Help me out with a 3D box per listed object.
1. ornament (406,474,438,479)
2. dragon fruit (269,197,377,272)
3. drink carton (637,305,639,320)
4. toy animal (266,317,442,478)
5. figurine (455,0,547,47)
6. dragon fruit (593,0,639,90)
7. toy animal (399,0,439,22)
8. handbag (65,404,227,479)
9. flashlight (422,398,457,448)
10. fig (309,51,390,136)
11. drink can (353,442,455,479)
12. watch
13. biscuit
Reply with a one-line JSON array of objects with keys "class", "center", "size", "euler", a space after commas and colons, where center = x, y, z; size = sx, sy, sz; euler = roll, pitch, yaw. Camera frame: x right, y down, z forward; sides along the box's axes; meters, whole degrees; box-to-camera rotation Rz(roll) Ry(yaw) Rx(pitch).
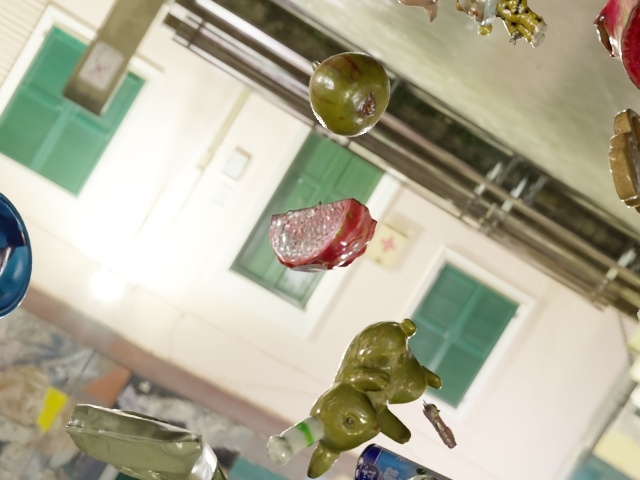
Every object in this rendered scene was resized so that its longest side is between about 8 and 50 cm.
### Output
[{"class": "ornament", "center": [0.147, 0.448, 1.797], "size": [0.081, 0.075, 0.156], "euler": [20, 145, -27]}, {"class": "dragon fruit", "center": [0.000, 0.000, 2.203], "size": [0.261, 0.189, 0.163], "euler": [-6, 128, 46]}, {"class": "drink carton", "center": [0.693, 0.113, 1.798], "size": [0.108, 0.271, 0.161], "euler": [50, -166, -13]}, {"class": "toy animal", "center": [0.071, 0.308, 1.926], "size": [0.180, 0.363, 0.181], "euler": [5, 135, 37]}, {"class": "figurine", "center": [0.236, -0.311, 1.383], "size": [0.143, 0.068, 0.101], "euler": [31, 154, 45]}, {"class": "dragon fruit", "center": [0.550, -0.368, 1.422], "size": [0.370, 0.386, 0.249], "euler": [9, -130, -22]}, {"class": "toy animal", "center": [0.137, -0.390, 1.592], "size": [0.150, 0.083, 0.089], "euler": [0, -131, -38]}, {"class": "handbag", "center": [-0.308, 0.376, 1.887], "size": [0.253, 0.109, 0.316], "euler": [14, 162, 8]}, {"class": "flashlight", "center": [0.234, 0.358, 2.062], "size": [0.110, 0.031, 0.052], "euler": [56, -172, -3]}, {"class": "fig", "center": [0.036, -0.275, 1.837], "size": [0.186, 0.148, 0.142], "euler": [42, 160, 26]}, {"class": "drink can", "center": [0.185, 0.484, 2.064], "size": [0.235, 0.097, 0.097], "euler": [20, 176, 34]}, {"class": "watch", "center": [-0.618, 0.057, 1.770], "size": [0.241, 0.305, 0.274], "euler": [-6, 167, 25]}, {"class": "biscuit", "center": [0.570, -0.131, 1.860], "size": [0.047, 0.183, 0.319], "euler": [-10, 164, 30]}]
